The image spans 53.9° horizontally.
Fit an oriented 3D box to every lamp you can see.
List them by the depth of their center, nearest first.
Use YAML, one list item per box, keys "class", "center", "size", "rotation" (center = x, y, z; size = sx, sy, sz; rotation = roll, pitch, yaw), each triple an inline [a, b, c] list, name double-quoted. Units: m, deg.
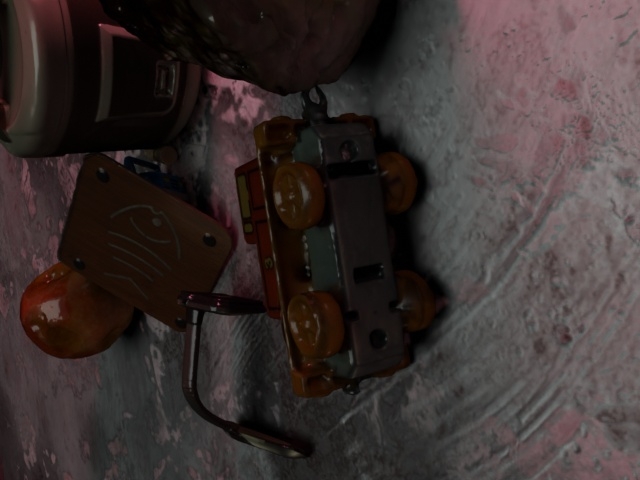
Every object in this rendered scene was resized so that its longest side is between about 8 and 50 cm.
- class: "lamp"
  center: [-0.121, 0.215, 0.977]
  size: [0.203, 0.124, 0.283]
  rotation: [3, 102, 37]

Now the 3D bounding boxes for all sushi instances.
- class: "sushi"
  center: [-0.088, -0.325, 0.705]
  size: [0.294, 0.299, 0.281]
  rotation: [26, 96, 39]

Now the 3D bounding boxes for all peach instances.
- class: "peach"
  center: [-0.495, 0.129, 1.312]
  size: [0.235, 0.214, 0.214]
  rotation: [-31, 73, 27]

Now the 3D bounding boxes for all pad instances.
- class: "pad"
  center: [-0.314, 0.013, 1.102]
  size: [0.286, 0.018, 0.284]
  rotation: [30, 127, -3]

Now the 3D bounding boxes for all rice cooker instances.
- class: "rice cooker"
  center: [-0.394, -0.301, 1.023]
  size: [0.335, 0.325, 0.335]
  rotation: [11, 105, 46]

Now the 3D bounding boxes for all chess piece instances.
- class: "chess piece"
  center: [-0.302, -0.160, 1.166]
  size: [0.092, 0.035, 0.035]
  rotation: [14, 107, 49]

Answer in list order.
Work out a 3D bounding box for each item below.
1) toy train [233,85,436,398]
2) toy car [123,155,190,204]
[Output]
- class: "toy train"
  center: [0.000, 0.000, 0.778]
  size: [0.231, 0.163, 0.369]
  rotation: [-7, 92, 61]
- class: "toy car"
  center: [-0.334, -0.092, 1.134]
  size: [0.191, 0.097, 0.100]
  rotation: [-10, 79, 26]
